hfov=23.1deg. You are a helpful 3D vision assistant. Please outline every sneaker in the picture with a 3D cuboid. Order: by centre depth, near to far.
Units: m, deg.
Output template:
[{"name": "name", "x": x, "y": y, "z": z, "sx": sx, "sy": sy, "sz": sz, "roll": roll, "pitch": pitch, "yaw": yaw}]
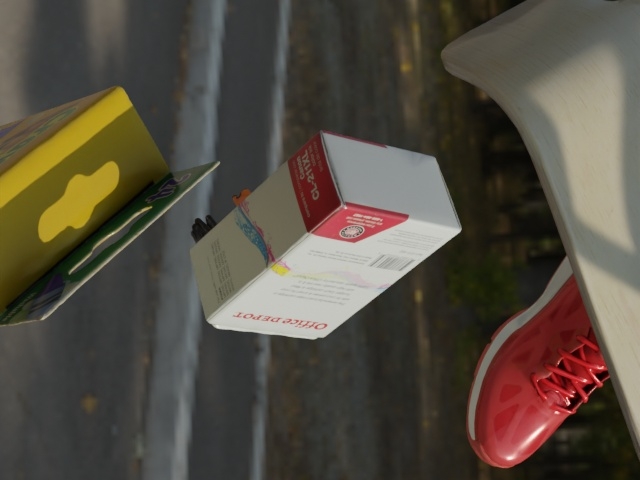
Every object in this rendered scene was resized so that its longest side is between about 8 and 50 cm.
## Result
[{"name": "sneaker", "x": 0.205, "y": 0.088, "z": 1.227, "sx": 0.221, "sy": 0.087, "sz": 0.128, "roll": -60, "pitch": -159, "yaw": -6}]

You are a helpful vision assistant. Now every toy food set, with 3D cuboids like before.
[{"name": "toy food set", "x": 0.194, "y": 0.006, "z": 0.743, "sx": 0.092, "sy": 0.220, "sz": 0.306, "roll": 12, "pitch": -53, "yaw": 62}]

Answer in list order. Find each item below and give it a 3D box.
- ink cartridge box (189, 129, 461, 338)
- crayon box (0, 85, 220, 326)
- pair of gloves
[{"name": "ink cartridge box", "x": 0.000, "y": 0.000, "z": 1.222, "sx": 0.127, "sy": 0.175, "sz": 0.072, "roll": 10, "pitch": 52, "yaw": -42}, {"name": "crayon box", "x": -0.254, "y": -0.012, "z": 1.147, "sx": 0.203, "sy": 0.323, "sz": 0.083, "roll": -45, "pitch": 114, "yaw": -41}, {"name": "pair of gloves", "x": -0.083, "y": -0.012, "z": 1.534, "sx": 0.074, "sy": 0.083, "sz": 0.010, "roll": 46, "pitch": -17, "yaw": 42}]
